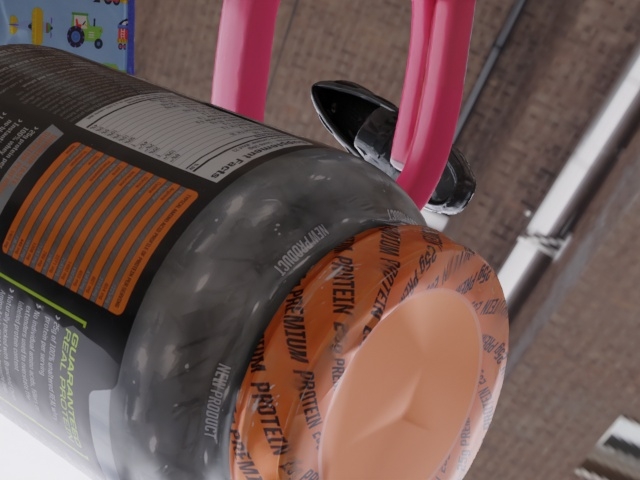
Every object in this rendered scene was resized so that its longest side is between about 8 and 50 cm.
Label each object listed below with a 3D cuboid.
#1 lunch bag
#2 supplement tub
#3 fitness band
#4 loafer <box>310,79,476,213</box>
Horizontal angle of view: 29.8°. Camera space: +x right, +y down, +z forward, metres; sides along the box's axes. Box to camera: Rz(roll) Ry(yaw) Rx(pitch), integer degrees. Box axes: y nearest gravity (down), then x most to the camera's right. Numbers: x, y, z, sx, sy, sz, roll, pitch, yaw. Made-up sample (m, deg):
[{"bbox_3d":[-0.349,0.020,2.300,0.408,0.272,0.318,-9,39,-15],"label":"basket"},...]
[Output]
[{"bbox_3d":[-0.336,-0.256,1.453,0.221,0.138,0.293,-2,-95,-43],"label":"lunch bag"},{"bbox_3d":[-0.077,0.025,0.601,0.316,0.194,0.193,24,-139,38],"label":"supplement tub"},{"bbox_3d":[0.015,-0.125,0.930,0.209,0.291,0.054,-3,-160,-32],"label":"fitness band"},{"bbox_3d":[0.067,-0.098,1.219,0.078,0.076,0.223,16,-159,-48],"label":"loafer"}]
